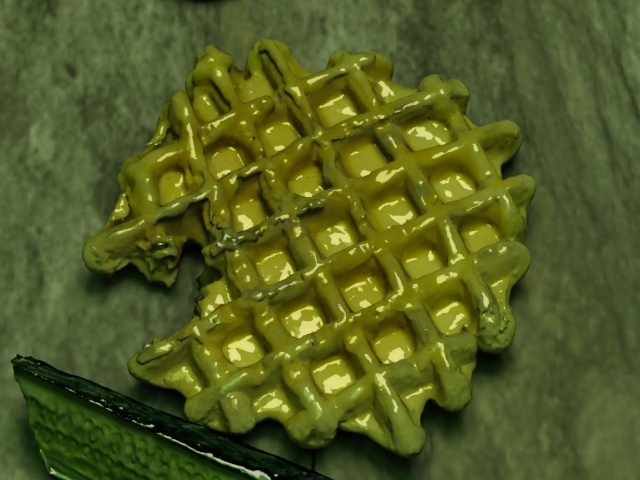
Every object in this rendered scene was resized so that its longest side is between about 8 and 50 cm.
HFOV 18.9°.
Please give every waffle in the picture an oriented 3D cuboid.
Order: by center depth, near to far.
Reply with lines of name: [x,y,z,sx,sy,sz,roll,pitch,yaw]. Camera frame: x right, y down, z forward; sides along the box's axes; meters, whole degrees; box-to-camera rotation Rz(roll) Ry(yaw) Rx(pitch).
waffle: [0.000,0.001,1.122,0.250,0.056,0.261,19,62,8]

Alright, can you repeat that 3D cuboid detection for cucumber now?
cucumber: [-0.072,0.129,1.054,0.220,0.070,0.046,23,26,12]
